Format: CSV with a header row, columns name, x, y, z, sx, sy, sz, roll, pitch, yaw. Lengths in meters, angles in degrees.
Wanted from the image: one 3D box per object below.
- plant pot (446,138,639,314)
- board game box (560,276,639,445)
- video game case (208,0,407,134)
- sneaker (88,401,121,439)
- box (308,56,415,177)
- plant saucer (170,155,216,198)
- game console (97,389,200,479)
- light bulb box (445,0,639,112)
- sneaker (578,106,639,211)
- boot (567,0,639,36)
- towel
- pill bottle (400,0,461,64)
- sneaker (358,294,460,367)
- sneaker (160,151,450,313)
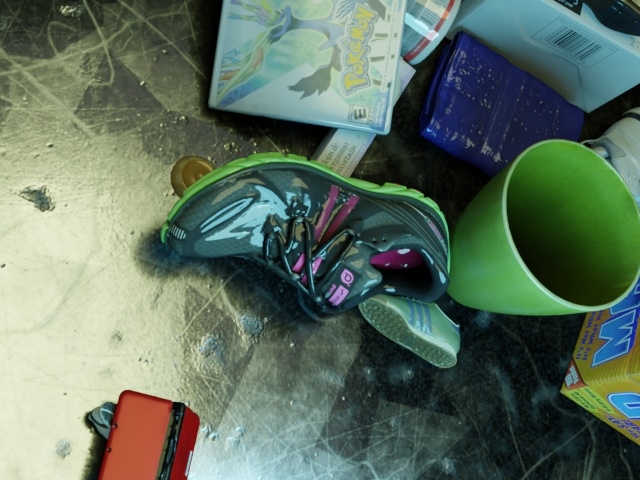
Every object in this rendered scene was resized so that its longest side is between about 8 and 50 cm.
name,x,y,z,sx,sy,sz,roll,pitch,yaw
plant pot,0.326,0.014,1.708,0.274,0.293,0.275,9,70,-25
board game box,0.712,0.176,1.820,0.356,0.356,0.357,34,62,-14
video game case,-0.013,-0.356,1.692,0.300,0.036,0.329,8,91,-7
sneaker,-0.283,0.270,1.463,0.109,0.043,0.040,56,41,-20
box,0.059,-0.191,1.769,0.063,0.067,0.324,38,62,-11
plant saucer,-0.194,-0.097,1.636,0.083,0.015,0.083,9,70,-25
game console,-0.238,0.298,1.462,0.085,0.124,0.144,5,67,15
light bulb box,0.469,-0.503,1.989,0.358,0.225,0.361,23,66,-19
sneaker,0.631,-0.068,1.989,0.210,0.137,0.366,-24,80,-30
boot,0.506,-0.445,1.812,0.219,0.082,0.106,26,68,-16
towel,0.332,-0.217,1.921,0.308,0.076,0.228,28,70,-17
pill bottle,0.090,-0.445,1.810,0.283,0.161,0.161,31,63,-15
sneaker,0.153,0.127,1.724,0.192,0.064,0.086,35,46,-8
sneaker,0.000,0.000,1.579,0.482,0.185,0.202,5,45,-22
